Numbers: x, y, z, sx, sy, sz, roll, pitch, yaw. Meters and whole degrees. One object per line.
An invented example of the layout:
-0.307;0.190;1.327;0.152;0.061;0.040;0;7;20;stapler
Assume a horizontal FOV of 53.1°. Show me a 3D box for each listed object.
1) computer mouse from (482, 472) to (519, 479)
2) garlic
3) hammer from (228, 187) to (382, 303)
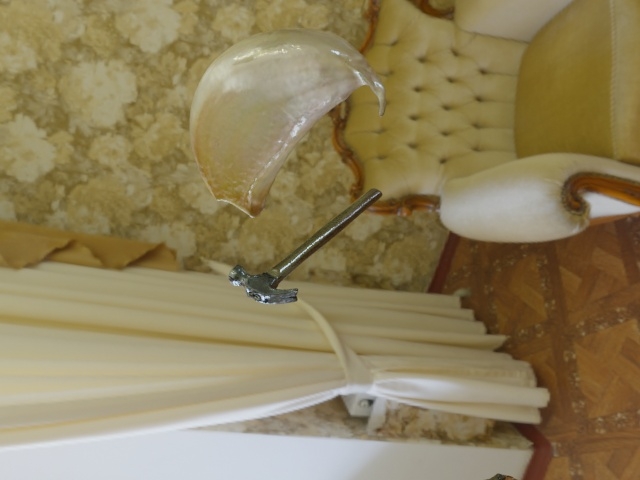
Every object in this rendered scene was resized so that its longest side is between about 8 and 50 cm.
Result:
0.134;0.248;0.340;0.183;0.116;0.323;-65;23;-9;computer mouse
-0.043;-0.138;0.677;0.245;0.145;0.164;-36;70;42;garlic
0.000;0.000;0.603;0.062;0.182;0.017;31;143;29;hammer
